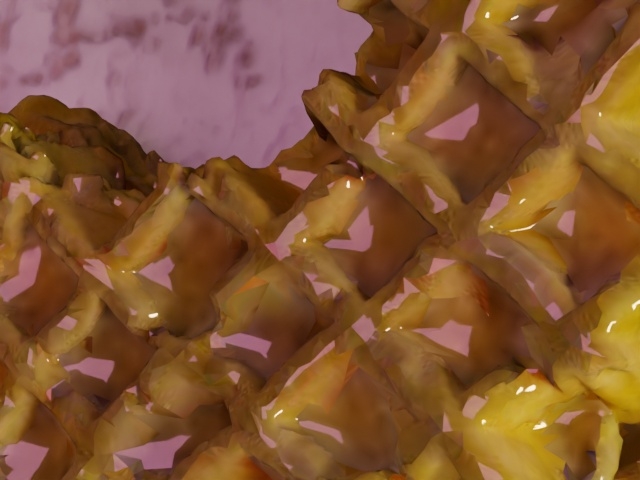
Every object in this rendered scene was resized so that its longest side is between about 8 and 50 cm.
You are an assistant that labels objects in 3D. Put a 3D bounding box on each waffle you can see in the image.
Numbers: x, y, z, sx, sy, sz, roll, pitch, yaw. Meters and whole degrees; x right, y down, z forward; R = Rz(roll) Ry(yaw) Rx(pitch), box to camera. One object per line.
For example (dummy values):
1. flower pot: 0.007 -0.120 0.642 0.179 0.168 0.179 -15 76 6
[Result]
1. waffle: 0.000 0.000 0.467 0.324 0.151 0.261 -30 72 27
